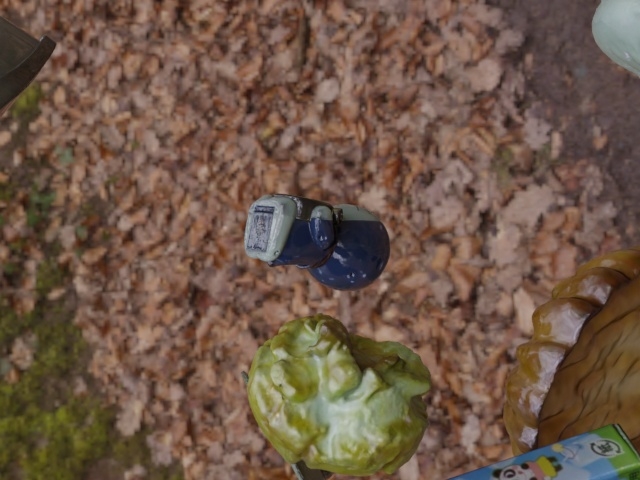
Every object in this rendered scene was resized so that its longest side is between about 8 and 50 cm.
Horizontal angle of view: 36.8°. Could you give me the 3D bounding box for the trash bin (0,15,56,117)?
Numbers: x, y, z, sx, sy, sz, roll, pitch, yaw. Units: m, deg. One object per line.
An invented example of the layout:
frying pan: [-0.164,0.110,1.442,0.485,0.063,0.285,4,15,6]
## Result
trash bin: [-0.542,-0.250,1.330,0.220,0.250,0.219,-38,29,30]

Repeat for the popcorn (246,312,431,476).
popcorn: [0.021,0.187,1.153,0.204,0.221,0.184,-126,58,-75]

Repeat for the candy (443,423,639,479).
candy: [0.185,0.239,0.836,0.062,0.194,0.097,-117,11,-58]

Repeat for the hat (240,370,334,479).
hat: [-0.008,0.283,1.471,0.257,0.130,0.257,58,171,15]

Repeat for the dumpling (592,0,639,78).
dumpling: [0.384,-0.235,1.071,0.108,0.152,0.219,-57,12,11]

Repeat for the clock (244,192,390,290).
clock: [0.000,0.000,1.596,0.199,0.243,0.147,-2,75,58]

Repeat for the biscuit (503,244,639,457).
biscuit: [0.334,0.151,1.156,0.107,0.325,0.326,33,123,42]
